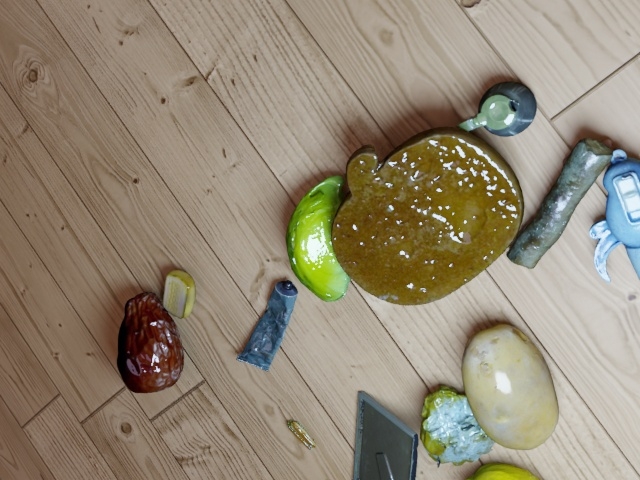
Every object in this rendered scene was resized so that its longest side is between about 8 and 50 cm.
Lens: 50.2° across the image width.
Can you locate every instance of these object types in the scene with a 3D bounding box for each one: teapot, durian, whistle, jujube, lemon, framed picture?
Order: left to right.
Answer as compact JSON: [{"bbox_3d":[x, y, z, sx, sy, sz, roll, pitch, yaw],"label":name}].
[{"bbox_3d":[-0.407,0.242,1.612,0.168,0.168,0.236,-13,86,31],"label":"jujube"},{"bbox_3d":[0.000,0.000,1.353,0.139,0.101,0.250,-9,102,-5],"label":"durian"},{"bbox_3d":[0.129,0.470,1.405,0.192,0.018,0.265,29,121,55],"label":"framed picture"},{"bbox_3d":[0.293,-0.204,1.133,0.092,0.091,0.124,43,119,13],"label":"teapot"},{"bbox_3d":[0.352,0.510,1.263,0.193,0.180,0.181,9,108,26],"label":"lemon"},{"bbox_3d":[0.513,-0.019,1.076,0.180,0.093,0.269,-19,100,26],"label":"whistle"}]

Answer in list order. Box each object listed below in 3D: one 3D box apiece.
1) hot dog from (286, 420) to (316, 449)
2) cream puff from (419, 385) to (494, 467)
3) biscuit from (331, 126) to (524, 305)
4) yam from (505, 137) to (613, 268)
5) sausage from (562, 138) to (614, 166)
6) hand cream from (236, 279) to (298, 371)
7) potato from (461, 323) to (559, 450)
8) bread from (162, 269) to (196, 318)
[{"bbox_3d":[-0.041,0.438,1.544,0.083,0.021,0.037,47,141,6],"label":"hot dog"},{"bbox_3d":[0.258,0.349,1.306,0.156,0.156,0.121,30,159,18],"label":"cream puff"},{"bbox_3d":[0.168,-0.045,1.214,0.314,0.063,0.367,42,124,-7],"label":"biscuit"},{"bbox_3d":[0.388,-0.051,1.122,0.061,0.061,0.253,35,128,16],"label":"yam"},{"bbox_3d":[0.435,-0.135,1.109,0.083,0.034,0.034,-26,91,34],"label":"sausage"},{"bbox_3d":[-0.110,0.187,1.490,0.075,0.052,0.248,35,118,17],"label":"hand cream"},{"bbox_3d":[0.334,0.263,1.208,0.150,0.146,0.234,-24,92,20],"label":"potato"},{"bbox_3d":[-0.322,0.122,1.585,0.082,0.056,0.115,25,120,25],"label":"bread"}]
